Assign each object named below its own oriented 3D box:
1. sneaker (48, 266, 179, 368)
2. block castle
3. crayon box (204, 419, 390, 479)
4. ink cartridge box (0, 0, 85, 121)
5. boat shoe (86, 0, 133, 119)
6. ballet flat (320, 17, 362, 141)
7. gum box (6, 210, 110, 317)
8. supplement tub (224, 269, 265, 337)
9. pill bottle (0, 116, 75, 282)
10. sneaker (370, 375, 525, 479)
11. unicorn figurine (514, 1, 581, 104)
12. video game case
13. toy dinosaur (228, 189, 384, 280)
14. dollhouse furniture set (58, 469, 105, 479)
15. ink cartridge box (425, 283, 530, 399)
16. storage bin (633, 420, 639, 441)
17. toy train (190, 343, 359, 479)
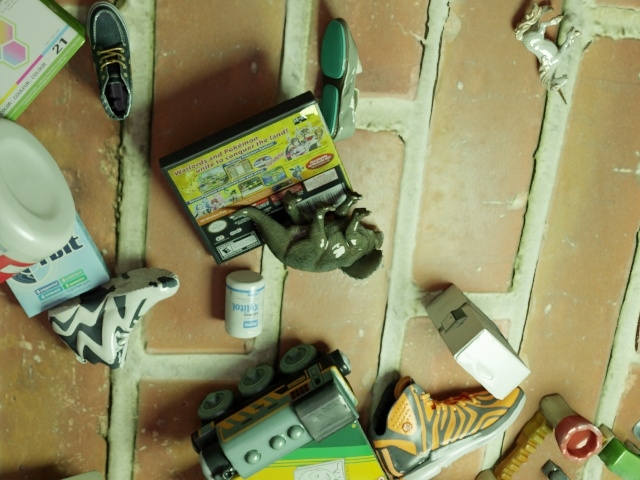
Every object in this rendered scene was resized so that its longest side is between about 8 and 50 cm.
[{"bbox_3d":[-0.342,0.148,1.775,0.235,0.094,0.153,-21,116,-3],"label":"sneaker"},{"bbox_3d":[0.568,0.551,2.067,0.453,0.213,0.303,34,102,-22],"label":"block castle"},{"bbox_3d":[-0.011,0.528,1.990,0.313,0.106,0.363,-27,115,-1],"label":"crayon box"},{"bbox_3d":[-0.518,-0.331,1.542,0.255,0.097,0.189,40,99,-24],"label":"ink cartridge box"},{"bbox_3d":[-0.329,-0.285,1.608,0.065,0.083,0.183,-11,113,-8],"label":"boat shoe"},{"bbox_3d":[0.037,-0.271,1.711,0.068,0.072,0.213,-12,117,-37],"label":"ballet flat"},{"bbox_3d":[-0.470,0.019,1.723,0.157,0.041,0.184,-25,113,-1],"label":"gum box"},{"bbox_3d":[-0.136,0.113,1.817,0.071,0.071,0.107,-1,111,-12],"label":"supplement tub"},{"bbox_3d":[-0.603,-0.003,1.560,0.408,0.229,0.229,-27,115,17],"label":"pill bottle"},{"bbox_3d":[0.240,0.323,1.954,0.321,0.124,0.180,-30,94,-20],"label":"sneaker"},{"bbox_3d":[0.402,-0.333,1.766,0.162,0.060,0.111,39,100,-6],"label":"unicorn figurine"},{"bbox_3d":[-0.099,-0.100,1.712,0.275,0.035,0.248,-24,135,1],"label":"video game case"},{"bbox_3d":[0.000,0.000,1.734,0.314,0.121,0.160,-1,117,-26],"label":"toy dinosaur"},{"bbox_3d":[-0.557,0.496,1.886,0.302,0.151,0.197,-12,136,-26],"label":"dollhouse furniture set"},{"bbox_3d":[0.288,0.185,1.870,0.082,0.190,0.139,-44,114,7],"label":"ink cartridge box"},{"bbox_3d":[0.737,0.421,2.102,0.098,0.135,0.091,-45,125,8],"label":"storage bin"},{"bbox_3d":[-0.085,0.317,1.845,0.334,0.190,0.142,-29,114,0],"label":"toy train"}]
